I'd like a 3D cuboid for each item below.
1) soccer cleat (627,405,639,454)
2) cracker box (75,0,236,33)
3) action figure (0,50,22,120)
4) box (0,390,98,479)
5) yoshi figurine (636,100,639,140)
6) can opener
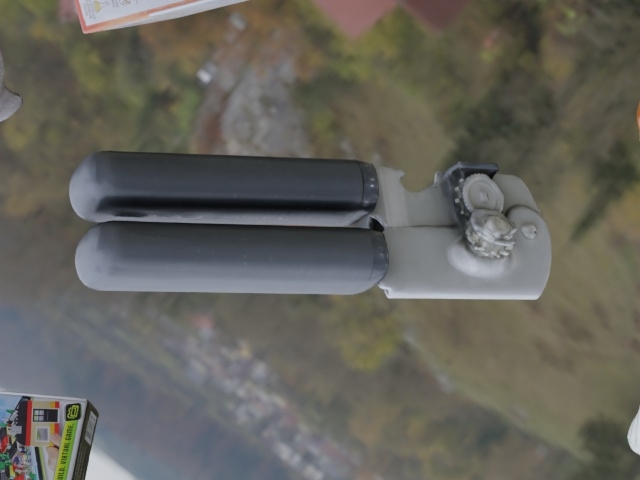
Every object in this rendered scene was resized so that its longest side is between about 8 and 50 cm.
[{"bbox_3d":[0.277,0.128,1.416,0.196,0.068,0.076,108,138,-79],"label":"soccer cleat"},{"bbox_3d":[-0.021,-0.187,1.111,0.156,0.232,0.067,-33,-69,-73],"label":"cracker box"},{"bbox_3d":[-0.271,-0.095,0.751,0.330,0.341,0.179,8,129,16],"label":"action figure"},{"bbox_3d":[-0.253,0.224,1.454,0.114,0.207,0.036,4,156,11],"label":"box"},{"bbox_3d":[0.269,-0.225,1.144,0.203,0.362,0.203,12,179,-18],"label":"yoshi figurine"},{"bbox_3d":[0.000,0.000,0.959,0.280,0.074,0.093,2,158,-30],"label":"can opener"}]
